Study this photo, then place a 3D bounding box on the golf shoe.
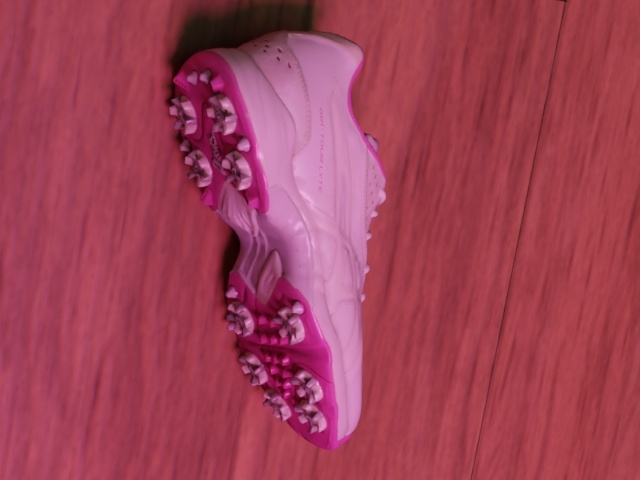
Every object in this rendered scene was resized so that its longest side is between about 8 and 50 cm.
[{"bbox_3d":[0.000,0.000,0.976,0.140,0.115,0.306,-28,120,-31],"label":"golf shoe"}]
